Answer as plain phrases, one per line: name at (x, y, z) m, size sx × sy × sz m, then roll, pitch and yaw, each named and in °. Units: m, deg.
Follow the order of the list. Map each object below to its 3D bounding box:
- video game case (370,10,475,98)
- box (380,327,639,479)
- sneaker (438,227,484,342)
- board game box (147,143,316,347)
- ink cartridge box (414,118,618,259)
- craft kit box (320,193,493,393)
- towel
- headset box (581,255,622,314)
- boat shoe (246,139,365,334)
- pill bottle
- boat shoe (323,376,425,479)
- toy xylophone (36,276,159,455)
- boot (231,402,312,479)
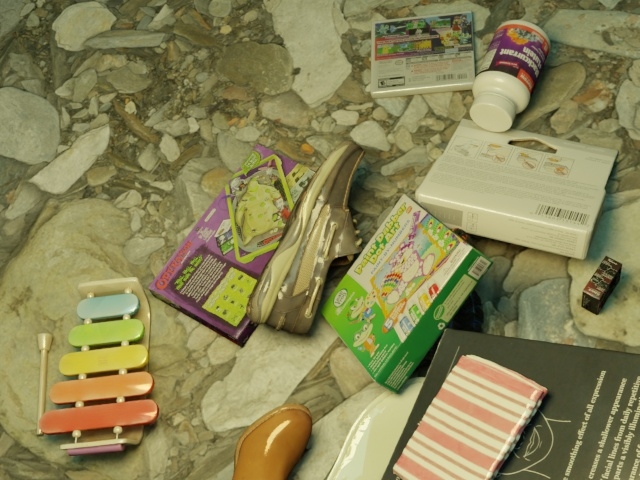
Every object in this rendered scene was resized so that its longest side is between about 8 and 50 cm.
video game case at (0.199, -0.363, 1.874) m, size 0.201 × 0.023 × 0.183 m, roll -4°, pitch 61°, yaw 11°
box at (0.315, 0.310, 1.280) m, size 0.395 × 0.212 × 0.293 m, roll 4°, pitch 60°, yaw 45°
sneaker at (0.213, 0.094, 1.592) m, size 0.087 × 0.083 × 0.221 m, roll -18°, pitch 62°, yaw 44°
board game box at (-0.127, 0.001, 1.731) m, size 0.208 × 0.056 × 0.347 m, roll 29°, pitch 71°, yaw 20°
ink cartridge box at (0.344, -0.096, 1.670) m, size 0.296 × 0.066 × 0.261 m, roll 15°, pitch 40°, yaw 19°
craft kit box at (0.127, 0.075, 1.512) m, size 0.250 × 0.061 × 0.246 m, roll -55°, pitch 26°, yaw 6°
towel at (0.195, 0.252, 1.254) m, size 0.144 × 0.029 × 0.197 m, roll 21°, pitch 74°, yaw 51°
headset box at (0.452, 0.076, 1.550) m, size 0.032 × 0.062 × 0.083 m, roll 31°, pitch 72°, yaw 26°
boat shoe at (0.000, 0.000, 1.632) m, size 0.130 × 0.132 × 0.355 m, roll 28°, pitch 78°, yaw -6°
pill bottle at (0.342, -0.298, 1.754) m, size 0.108 × 0.108 × 0.193 m, roll 16°, pitch 65°, yaw 20°
boat shoe at (0.074, 0.344, 1.460) m, size 0.116 × 0.099 × 0.319 m, roll 35°, pitch 74°, yaw 6°
toy xylophone at (-0.391, 0.225, 1.643) m, size 0.236 × 0.081 × 0.322 m, roll -14°, pitch 59°, yaw 5°
boot at (-0.079, 0.386, 1.409) m, size 0.283 × 0.109 × 0.220 m, roll -45°, pitch 25°, yaw -9°
